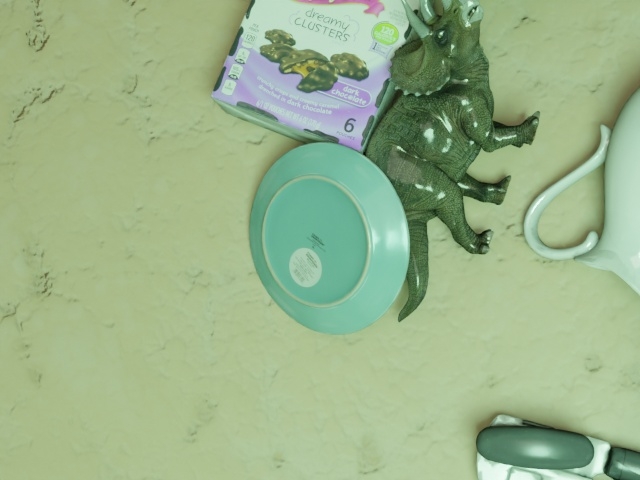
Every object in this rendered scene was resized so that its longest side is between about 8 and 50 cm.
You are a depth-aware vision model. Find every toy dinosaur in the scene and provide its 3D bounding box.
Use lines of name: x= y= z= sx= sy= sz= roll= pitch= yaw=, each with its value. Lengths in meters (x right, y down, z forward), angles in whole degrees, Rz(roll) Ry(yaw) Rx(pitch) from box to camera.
toy dinosaur: x=0.109 y=-0.082 z=1.072 sx=0.160 sy=0.121 sz=0.313 roll=21 pitch=108 yaw=2

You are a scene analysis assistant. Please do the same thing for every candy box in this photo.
candy box: x=0.006 y=-0.198 z=1.128 sx=0.165 sy=0.070 sz=0.196 roll=21 pitch=85 yaw=11

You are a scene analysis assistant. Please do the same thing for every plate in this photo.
plate: x=0.000 y=0.000 z=1.075 sx=0.188 sy=0.024 sz=0.188 roll=6 pitch=101 yaw=33

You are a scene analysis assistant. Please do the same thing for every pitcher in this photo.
pitcher: x=0.295 y=-0.057 z=1.043 sx=0.178 sy=0.125 sz=0.207 roll=23 pitch=96 yaw=27

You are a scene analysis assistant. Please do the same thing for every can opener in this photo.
can opener: x=0.277 y=0.224 z=1.002 sx=0.283 sy=0.095 sz=0.076 roll=13 pitch=84 yaw=11
